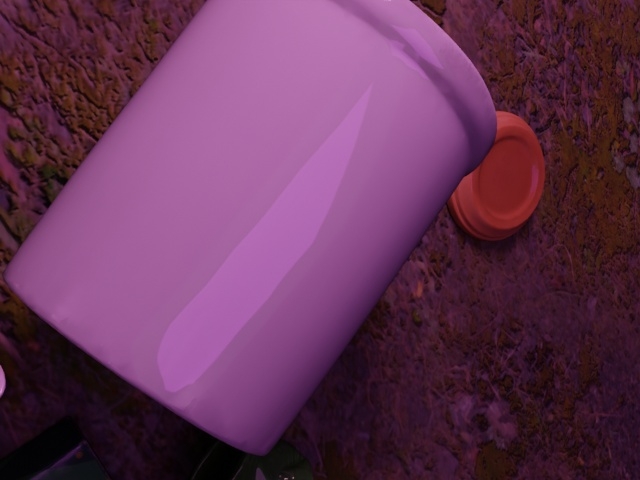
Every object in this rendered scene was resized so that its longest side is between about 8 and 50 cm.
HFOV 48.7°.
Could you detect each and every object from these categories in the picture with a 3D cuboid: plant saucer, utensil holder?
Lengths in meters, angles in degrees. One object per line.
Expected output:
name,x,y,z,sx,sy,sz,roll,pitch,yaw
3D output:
plant saucer,0.274,-0.096,1.073,0.200,0.037,0.200,-5,101,-30
utensil holder,-0.065,-0.035,0.704,0.327,0.327,0.385,42,77,-30

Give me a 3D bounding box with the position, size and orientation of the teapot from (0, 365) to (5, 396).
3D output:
teapot,-0.386,0.201,0.518,0.252,0.187,0.256,1,102,-37

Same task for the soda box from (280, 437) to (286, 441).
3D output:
soda box,-0.102,0.348,0.893,0.074,0.069,0.216,8,95,-33

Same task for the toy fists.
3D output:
toy fists,-0.106,0.352,0.788,0.142,0.096,0.279,44,70,-34

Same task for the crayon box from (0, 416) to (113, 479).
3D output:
crayon box,-0.347,0.364,0.736,0.318,0.081,0.202,-34,114,-23
